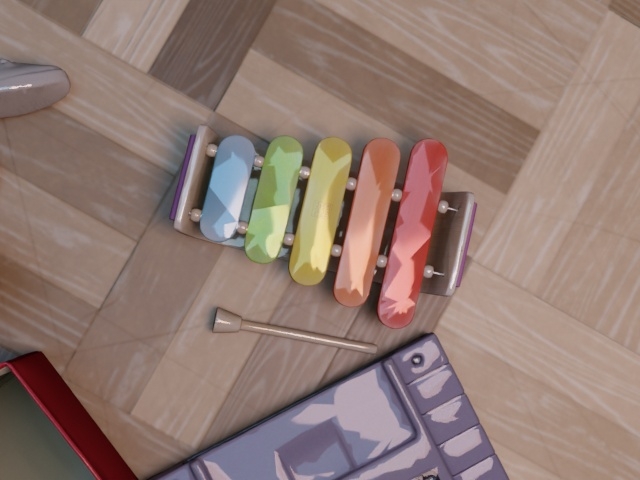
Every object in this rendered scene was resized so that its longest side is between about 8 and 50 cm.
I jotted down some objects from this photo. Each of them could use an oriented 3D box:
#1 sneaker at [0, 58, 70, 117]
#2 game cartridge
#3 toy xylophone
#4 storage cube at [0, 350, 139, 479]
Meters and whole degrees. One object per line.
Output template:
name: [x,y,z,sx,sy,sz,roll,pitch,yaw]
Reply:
sneaker: [-0.373,-0.176,1.110,0.212,0.080,0.094,-9,76,-5]
game cartridge: [0.018,0.279,1.134,0.355,0.068,0.230,-27,86,-7]
toy xylophone: [0.000,0.000,1.133,0.323,0.081,0.236,6,87,-5]
storage cube: [-0.306,0.240,1.033,0.184,0.193,0.215,-37,92,-7]
